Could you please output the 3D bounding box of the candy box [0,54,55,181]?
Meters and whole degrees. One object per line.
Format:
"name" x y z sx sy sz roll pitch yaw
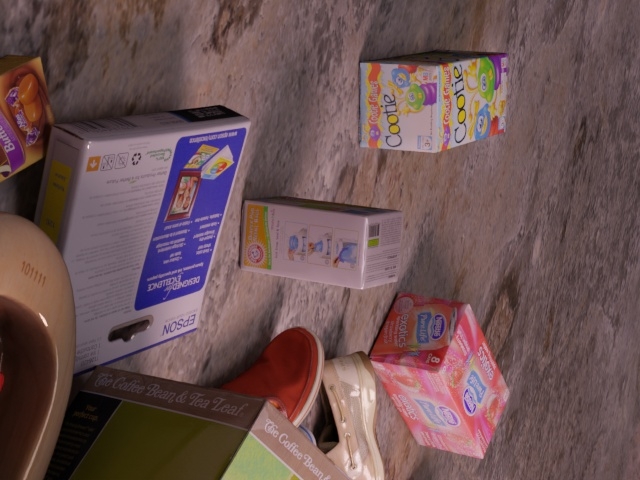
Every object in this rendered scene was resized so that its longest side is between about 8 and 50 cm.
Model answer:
"candy box" -0.360 -0.113 1.324 0.187 0.053 0.109 -40 130 -47

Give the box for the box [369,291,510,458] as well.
"box" 0.217 0.245 2.266 0.154 0.142 0.300 -62 143 -29

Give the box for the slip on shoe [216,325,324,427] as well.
"slip on shoe" -0.101 0.234 1.774 0.331 0.123 0.101 -51 133 -34

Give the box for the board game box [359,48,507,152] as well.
"board game box" 0.193 -0.237 2.119 0.275 0.142 0.144 -21 114 -56

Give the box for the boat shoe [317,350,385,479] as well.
"boat shoe" 0.040 0.328 2.050 0.098 0.109 0.302 -9 110 -17

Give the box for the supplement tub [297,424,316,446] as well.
"supplement tub" -0.061 0.317 1.895 0.107 0.071 0.071 -12 107 -57

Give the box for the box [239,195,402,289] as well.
"box" 0.000 0.000 1.795 0.114 0.203 0.103 -10 105 -60

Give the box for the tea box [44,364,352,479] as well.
"tea box" -0.176 0.338 1.393 0.220 0.329 0.323 47 63 -33

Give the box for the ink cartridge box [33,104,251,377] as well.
"ink cartridge box" -0.227 -0.003 1.529 0.304 0.072 0.307 -17 130 -57

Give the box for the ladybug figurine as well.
"ladybug figurine" -0.396 0.179 1.222 0.305 0.162 0.449 48 55 -52
